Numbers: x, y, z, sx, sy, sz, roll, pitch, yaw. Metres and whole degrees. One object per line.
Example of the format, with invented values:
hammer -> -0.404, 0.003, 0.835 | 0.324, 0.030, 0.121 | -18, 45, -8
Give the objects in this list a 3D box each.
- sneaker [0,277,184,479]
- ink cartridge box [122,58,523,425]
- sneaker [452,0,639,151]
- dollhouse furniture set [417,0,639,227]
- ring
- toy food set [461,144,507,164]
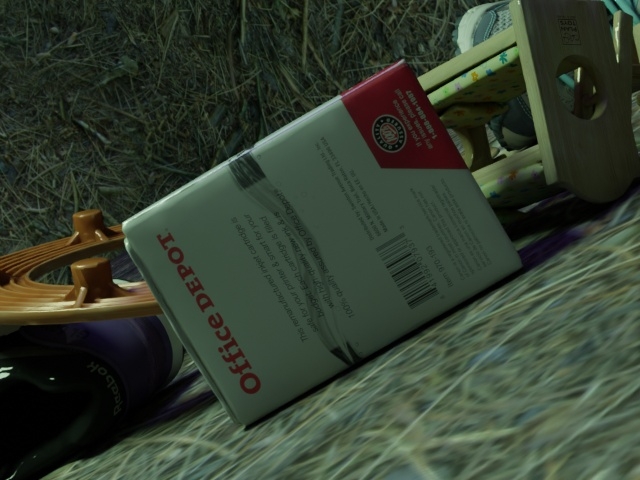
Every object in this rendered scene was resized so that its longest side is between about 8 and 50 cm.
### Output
sneaker -> -0.228, 0.115, 0.836 | 0.283, 0.107, 0.124 | -27, 12, 24
ink cartridge box -> 0.000, 0.000, 0.621 | 0.150, 0.109, 0.063 | -30, 7, 3
sneaker -> 0.200, -0.159, 1.014 | 0.122, 0.110, 0.283 | -22, 10, 37
dollhouse furniture set -> 0.119, -0.050, 0.733 | 0.161, 0.101, 0.182 | -5, -10, -34
ring -> -0.077, -0.004, 0.849 | 0.337, 0.032, 0.336 | -8, 10, 1
toy food set -> 0.095, -0.043, 0.960 | 0.083, 0.020, 0.083 | -25, 7, 38
